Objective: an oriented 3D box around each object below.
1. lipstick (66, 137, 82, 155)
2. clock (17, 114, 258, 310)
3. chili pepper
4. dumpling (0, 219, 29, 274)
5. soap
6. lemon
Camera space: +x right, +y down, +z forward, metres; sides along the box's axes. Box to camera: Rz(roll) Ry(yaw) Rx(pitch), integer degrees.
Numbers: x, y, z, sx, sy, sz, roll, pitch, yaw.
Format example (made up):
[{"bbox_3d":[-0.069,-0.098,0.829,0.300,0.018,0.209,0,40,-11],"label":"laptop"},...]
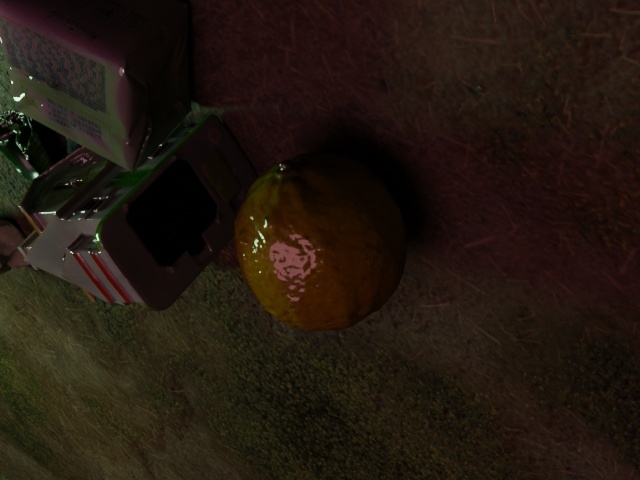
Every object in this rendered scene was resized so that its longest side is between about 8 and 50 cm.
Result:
[{"bbox_3d":[-0.343,-0.127,1.561,0.053,0.053,0.234,37,149,6],"label":"lipstick"},{"bbox_3d":[-0.267,-0.035,1.421,0.309,0.235,0.166,-2,129,47],"label":"clock"},{"bbox_3d":[-0.424,-0.109,1.657,0.108,0.062,0.216,20,143,38],"label":"chili pepper"},{"bbox_3d":[-0.580,0.017,1.950,0.134,0.100,0.169,7,123,-12],"label":"dumpling"},{"bbox_3d":[-0.263,-0.215,1.291,0.199,0.138,0.182,28,147,17],"label":"soap"},{"bbox_3d":[0.000,0.000,1.234,0.192,0.192,0.231,12,136,36],"label":"lemon"}]
